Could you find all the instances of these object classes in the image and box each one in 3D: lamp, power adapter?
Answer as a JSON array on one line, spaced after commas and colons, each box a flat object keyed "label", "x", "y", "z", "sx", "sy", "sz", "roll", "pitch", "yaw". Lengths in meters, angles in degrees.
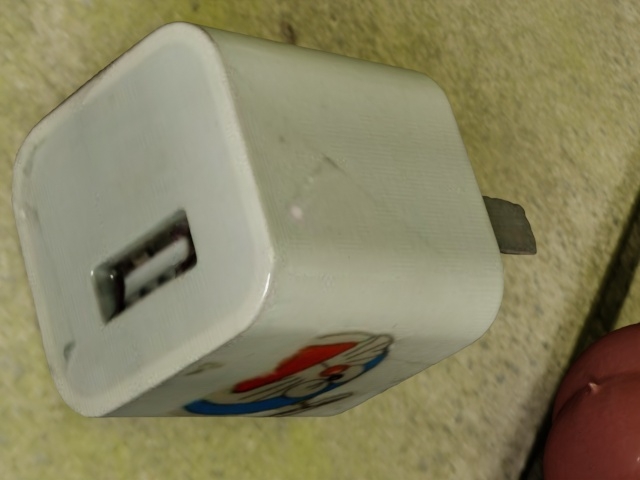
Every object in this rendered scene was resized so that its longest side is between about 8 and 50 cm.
[{"label": "lamp", "x": 0.190, "y": 0.118, "z": 0.836, "sx": 0.182, "sy": 0.140, "sz": 0.182, "roll": 30, "pitch": 45, "yaw": -36}, {"label": "power adapter", "x": 0.000, "y": 0.000, "z": 0.714, "sx": 0.205, "sy": 0.130, "sz": 0.125, "roll": 5, "pitch": 60, "yaw": -45}]
